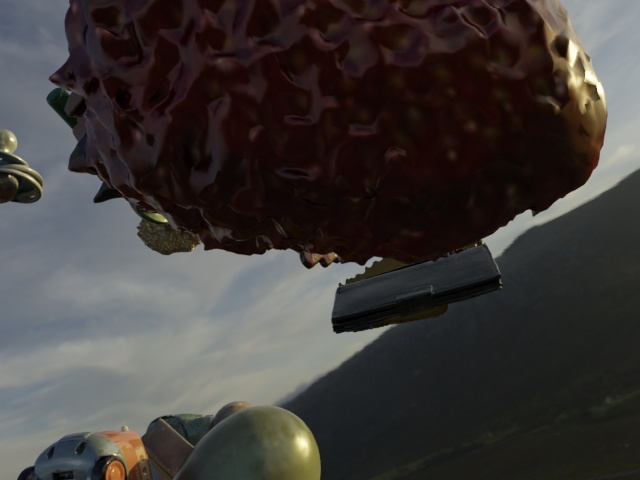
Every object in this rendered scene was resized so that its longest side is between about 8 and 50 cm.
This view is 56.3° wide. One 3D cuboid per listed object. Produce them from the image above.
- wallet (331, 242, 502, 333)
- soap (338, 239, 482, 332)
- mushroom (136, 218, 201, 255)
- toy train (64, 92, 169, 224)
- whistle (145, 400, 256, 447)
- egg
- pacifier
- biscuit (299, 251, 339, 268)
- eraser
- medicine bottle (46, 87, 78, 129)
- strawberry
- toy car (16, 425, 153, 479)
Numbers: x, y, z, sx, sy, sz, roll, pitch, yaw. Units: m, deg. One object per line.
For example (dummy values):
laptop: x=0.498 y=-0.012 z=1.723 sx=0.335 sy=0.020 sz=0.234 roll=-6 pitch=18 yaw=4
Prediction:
wallet: x=0.175 y=0.090 z=1.133 sx=0.316 sy=0.044 sz=0.169 roll=-17 pitch=18 yaw=11
soap: x=0.222 y=0.088 z=1.595 sx=0.338 sy=0.169 sz=0.305 roll=-5 pitch=-48 yaw=-29
mushroom: x=-0.452 y=-0.084 z=1.953 sx=0.301 sy=0.233 sz=0.208 roll=-23 pitch=-7 yaw=41
toy train: x=-0.221 y=-0.156 z=0.931 sx=0.150 sy=0.222 sz=0.304 roll=-37 pitch=-6 yaw=30
whistle: x=-0.278 y=0.506 z=1.568 sx=0.347 sy=0.189 sz=0.189 roll=2 pitch=-15 yaw=4
egg: x=-0.145 y=0.472 z=1.093 sx=0.352 sy=0.258 sz=0.258 roll=-55 pitch=-13 yaw=-7
pacifier: x=-1.011 y=-0.250 z=1.904 sx=0.243 sy=0.233 sz=0.299 roll=0 pitch=-24 yaw=-16
biscuit: x=0.000 y=0.000 z=1.011 sx=0.129 sy=0.120 sz=0.019 roll=13 pitch=-41 yaw=-36
eraser: x=-0.278 y=0.536 z=1.313 sx=0.078 sy=0.144 sz=0.344 roll=-43 pitch=-42 yaw=-29
medicine bottle: x=-0.506 y=-0.235 z=1.346 sx=0.095 sy=0.064 sz=0.260 roll=-43 pitch=-43 yaw=-7
strawberry: x=0.003 y=-0.133 z=0.408 sx=0.343 sy=0.292 sz=0.292 roll=-2 pitch=-3 yaw=29
toy car: x=-0.381 y=0.464 z=1.051 sx=0.180 sy=0.271 sz=0.212 roll=-12 pitch=-6 yaw=16
